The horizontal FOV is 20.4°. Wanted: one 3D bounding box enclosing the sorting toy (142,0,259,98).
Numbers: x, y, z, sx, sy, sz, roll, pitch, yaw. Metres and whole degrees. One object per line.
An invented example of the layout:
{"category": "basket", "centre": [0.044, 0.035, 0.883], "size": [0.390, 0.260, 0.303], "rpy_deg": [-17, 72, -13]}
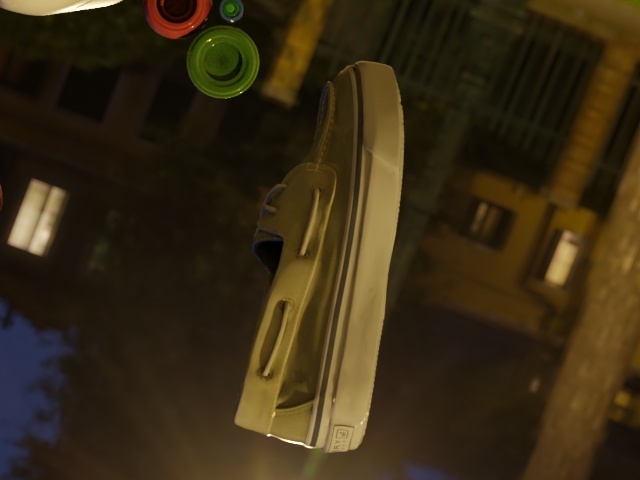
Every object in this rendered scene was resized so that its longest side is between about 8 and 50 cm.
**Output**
{"category": "sorting toy", "centre": [-0.080, -0.149, 1.255], "size": [0.102, 0.061, 0.042], "rpy_deg": [53, -179, -3]}

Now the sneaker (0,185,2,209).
{"category": "sneaker", "centre": [-0.376, -0.108, 1.679], "size": [0.276, 0.098, 0.135], "rpy_deg": [39, -149, 25]}

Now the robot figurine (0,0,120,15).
{"category": "robot figurine", "centre": [-0.260, -0.326, 1.754], "size": [0.300, 0.200, 0.353], "rpy_deg": [31, -168, 1]}

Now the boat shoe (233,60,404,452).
{"category": "boat shoe", "centre": [0.000, 0.000, 1.259], "size": [0.094, 0.302, 0.109], "rpy_deg": [10, 152, -7]}
